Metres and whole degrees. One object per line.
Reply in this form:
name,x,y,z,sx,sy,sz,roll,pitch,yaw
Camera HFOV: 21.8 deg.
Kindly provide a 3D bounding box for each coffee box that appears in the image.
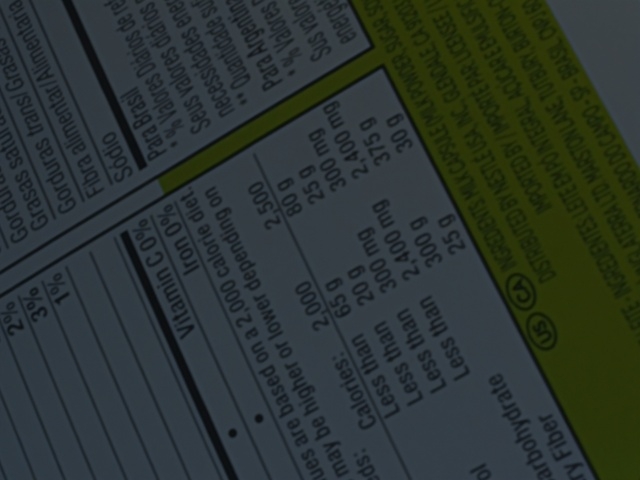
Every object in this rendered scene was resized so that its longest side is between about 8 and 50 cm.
coffee box,0.000,0.000,0.614,0.334,0.338,0.338,-31,162,13
